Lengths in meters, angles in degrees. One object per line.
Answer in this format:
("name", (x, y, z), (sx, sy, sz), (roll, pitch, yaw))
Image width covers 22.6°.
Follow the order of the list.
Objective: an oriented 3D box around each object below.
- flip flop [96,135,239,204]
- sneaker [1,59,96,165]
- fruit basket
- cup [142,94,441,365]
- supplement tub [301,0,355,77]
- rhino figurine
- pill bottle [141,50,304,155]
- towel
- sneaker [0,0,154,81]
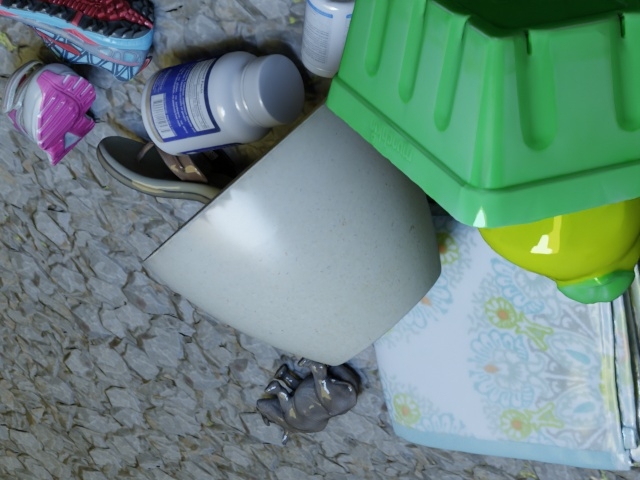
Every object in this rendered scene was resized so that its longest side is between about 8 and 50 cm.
("flip flop", (-0.157, -0.094, 2.048), (0.277, 0.112, 0.080), (18, 113, 23))
("sneaker", (-0.362, -0.178, 2.054), (0.111, 0.103, 0.252), (43, 165, 2))
("fruit basket", (0.195, -0.087, 1.580), (0.392, 0.283, 0.392), (168, 90, -72))
("cup", (0.000, 0.000, 1.815), (0.237, 0.331, 0.331), (48, 140, -4))
("supplement tub", (0.016, -0.242, 1.783), (0.071, 0.071, 0.107), (24, 140, 13))
("rhino figurine", (-0.027, 0.232, 2.307), (0.106, 0.073, 0.243), (42, 143, -5))
("pill bottle", (-0.115, -0.168, 1.922), (0.186, 0.112, 0.112), (-7, 126, 40))
("towel", (0.224, 0.110, 1.934), (0.374, 0.090, 0.320), (3, 113, 33))
("sneaker", (-0.331, -0.268, 1.982), (0.262, 0.104, 0.125), (24, 143, 13))
